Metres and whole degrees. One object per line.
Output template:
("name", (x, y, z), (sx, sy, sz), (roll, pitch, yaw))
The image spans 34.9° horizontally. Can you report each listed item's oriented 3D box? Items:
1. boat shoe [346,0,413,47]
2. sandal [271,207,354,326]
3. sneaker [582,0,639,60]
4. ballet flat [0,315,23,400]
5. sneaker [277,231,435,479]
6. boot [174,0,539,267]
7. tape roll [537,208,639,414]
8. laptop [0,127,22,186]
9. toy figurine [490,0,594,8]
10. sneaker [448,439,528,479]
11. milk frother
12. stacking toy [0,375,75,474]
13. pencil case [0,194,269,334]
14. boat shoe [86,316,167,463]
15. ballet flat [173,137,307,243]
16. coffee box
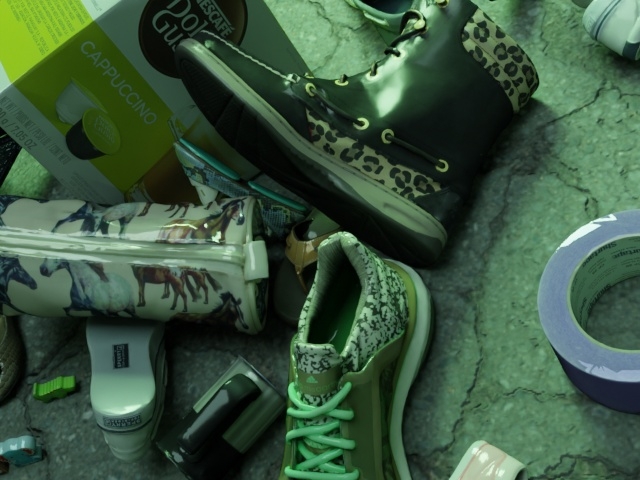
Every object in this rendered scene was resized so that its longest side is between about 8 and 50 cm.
("boat shoe", (0.084, -0.360, 1.393), (0.116, 0.099, 0.319), (-30, 50, 7))
("sandal", (0.000, 0.000, 1.217), (0.090, 0.060, 0.219), (15, 67, 35))
("sneaker", (0.432, -0.305, 1.193), (0.258, 0.094, 0.091), (-41, 67, 3))
("ballet flat", (-0.449, 0.107, 1.382), (0.084, 0.058, 0.249), (-22, 51, 14))
("sneaker", (0.004, 0.171, 1.018), (0.158, 0.182, 0.410), (-7, 58, 25))
("boot", (0.051, -0.181, 1.187), (0.377, 0.138, 0.284), (36, 73, 5))
("tape roll", (0.313, 0.068, 0.995), (0.189, 0.080, 0.189), (-14, 52, 19))
("laptop", (-0.544, -0.154, 1.512), (0.234, 0.137, 0.264), (-10, 51, 50))
("toy figurine", (0.288, -0.405, 1.249), (0.210, 0.213, 0.148), (13, 49, 30))
("sneaker", (0.150, 0.259, 0.968), (0.070, 0.051, 0.134), (17, 64, 41))
("milk frother", (-0.081, 0.220, 1.101), (0.143, 0.129, 0.134), (43, 82, -3))
("stacking toy", (-0.403, 0.267, 1.254), (0.221, 0.052, 0.167), (-20, 52, 14))
("pencil case", (-0.251, 0.020, 1.187), (0.411, 0.183, 0.159), (3, 91, 6))
("boat shoe", (-0.224, 0.154, 1.211), (0.096, 0.088, 0.267), (-7, 30, -10))
("ballet flat", (-0.108, -0.055, 1.254), (0.188, 0.070, 0.070), (30, 70, -7))
("coffee box", (-0.245, -0.258, 1.339), (0.334, 0.337, 0.338), (-37, 48, 1))
